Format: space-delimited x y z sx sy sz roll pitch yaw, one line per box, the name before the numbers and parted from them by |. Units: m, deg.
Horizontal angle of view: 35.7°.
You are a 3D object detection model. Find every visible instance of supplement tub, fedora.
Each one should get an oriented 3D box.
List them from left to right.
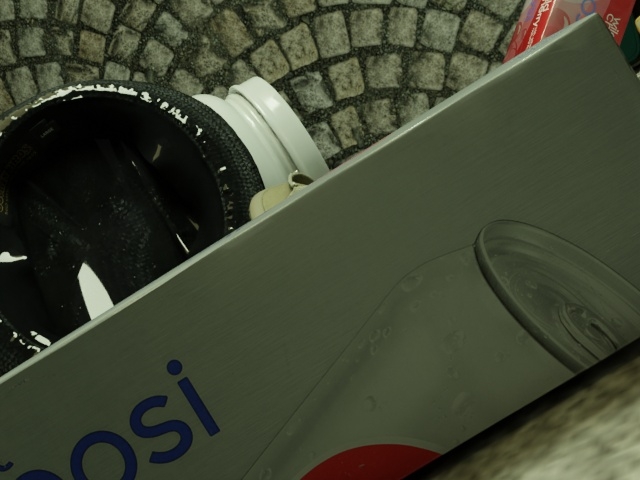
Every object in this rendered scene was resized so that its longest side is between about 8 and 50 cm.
fedora | -0.194 0.015 0.937 0.334 0.334 0.152 -33 -23 -15
supplement tub | -0.164 -0.020 1.160 0.331 0.241 0.241 -33 5 -10

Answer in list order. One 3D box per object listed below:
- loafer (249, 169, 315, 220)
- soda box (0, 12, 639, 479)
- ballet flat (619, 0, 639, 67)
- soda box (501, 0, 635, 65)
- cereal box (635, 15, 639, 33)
loafer | 0.000 0.000 0.792 0.092 0.102 0.268 -30 14 9
soda box | -0.010 0.040 0.350 0.286 0.098 0.091 -31 3 3
ballet flat | 0.370 -0.239 1.083 0.086 0.086 0.248 -33 6 -15
soda box | 0.285 -0.279 1.064 0.263 0.092 0.083 -69 15 -9
cereal box | 0.325 -0.199 0.603 0.173 0.047 0.240 -22 -10 -18
